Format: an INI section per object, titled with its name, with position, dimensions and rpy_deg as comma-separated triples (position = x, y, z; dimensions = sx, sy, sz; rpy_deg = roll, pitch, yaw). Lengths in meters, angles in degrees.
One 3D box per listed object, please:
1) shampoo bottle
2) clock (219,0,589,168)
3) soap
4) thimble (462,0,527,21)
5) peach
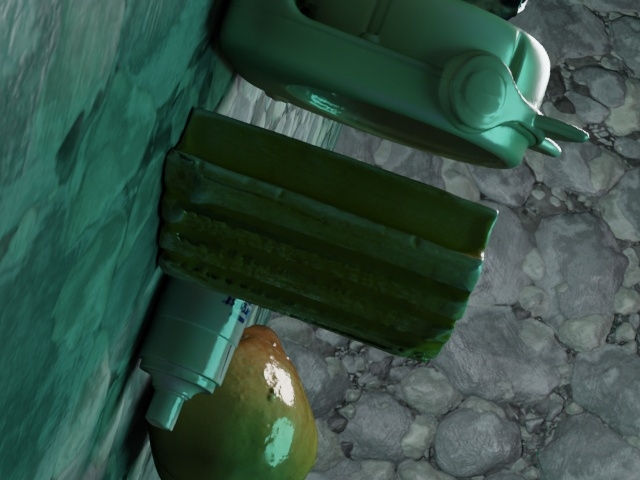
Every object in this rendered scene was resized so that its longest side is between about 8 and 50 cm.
[shampoo bottle]
position = -0.106, 0.041, 1.038
dimensions = 0.092, 0.092, 0.303
rpy_deg = 101, 9, -72
[clock]
position = 0.079, -0.151, 0.935
dimensions = 0.265, 0.324, 0.109
rpy_deg = 44, 65, -89
[soap]
position = 0.000, 0.000, 0.914
dimensions = 0.173, 0.274, 0.089
rpy_deg = 106, 5, -53
[thimble]
position = 0.145, -0.339, 1.194
dimensions = 0.150, 0.237, 0.237
rpy_deg = -56, 166, -62
[peach]
position = -0.096, 0.201, 1.209
dimensions = 0.232, 0.232, 0.233
rpy_deg = 19, 90, -87
